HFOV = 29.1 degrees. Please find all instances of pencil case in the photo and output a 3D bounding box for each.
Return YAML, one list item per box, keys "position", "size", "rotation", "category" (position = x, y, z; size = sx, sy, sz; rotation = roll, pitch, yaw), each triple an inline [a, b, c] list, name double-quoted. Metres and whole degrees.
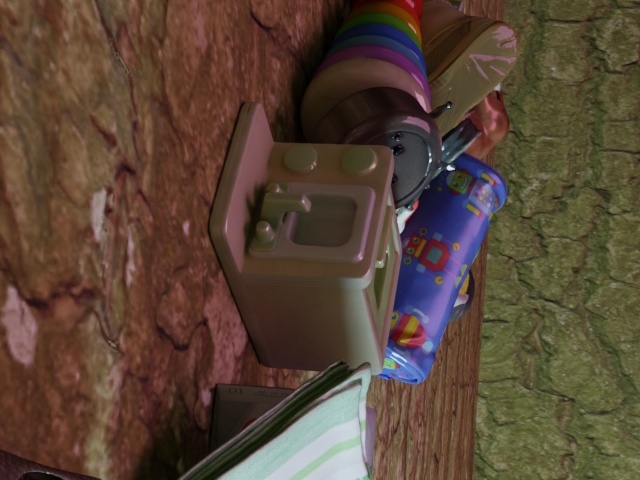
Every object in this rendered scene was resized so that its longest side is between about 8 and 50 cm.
- position: [0.127, 0.038, 1.538]
  size: [0.133, 0.119, 0.306]
  rotation: [99, 17, -67]
  category: "pencil case"

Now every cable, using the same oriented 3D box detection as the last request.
- position: [0.118, -0.061, 1.404]
  size: [0.139, 0.287, 0.072]
  rotation: [-34, 90, -37]
  category: "cable"

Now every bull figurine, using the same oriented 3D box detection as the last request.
- position: [0.155, -0.135, 1.696]
  size: [0.310, 0.101, 0.188]
  rotation: [-44, 133, -36]
  category: "bull figurine"

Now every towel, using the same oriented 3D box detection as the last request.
- position: [-0.037, 0.274, 1.004]
  size: [0.248, 0.038, 0.324]
  rotation: [-34, 136, -33]
  category: "towel"

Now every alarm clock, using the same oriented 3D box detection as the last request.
- position: [0.039, -0.083, 1.221]
  size: [0.064, 0.192, 0.129]
  rotation: [-117, -150, -46]
  category: "alarm clock"

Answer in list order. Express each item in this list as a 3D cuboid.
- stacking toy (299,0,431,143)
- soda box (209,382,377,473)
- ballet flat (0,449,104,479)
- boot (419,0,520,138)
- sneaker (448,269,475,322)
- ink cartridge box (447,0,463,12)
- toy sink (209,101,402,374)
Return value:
- position: [0.070, -0.214, 1.408]
  size: [0.330, 0.141, 0.141]
  rotation: [-75, 163, -52]
  category: "stacking toy"
- position: [-0.018, 0.195, 1.185]
  size: [0.286, 0.098, 0.091]
  rotation: [40, 54, -73]
  category: "soda box"
- position: [-0.152, 0.164, 0.692]
  size: [0.250, 0.058, 0.084]
  rotation: [50, 44, -71]
  category: "ballet flat"
- position: [0.100, -0.202, 1.551]
  size: [0.095, 0.262, 0.203]
  rotation: [47, -1, -36]
  category: "boot"
- position: [0.144, -0.013, 1.788]
  size: [0.384, 0.145, 0.147]
  rotation: [-83, 160, -58]
  category: "sneaker"
- position: [0.175, -0.283, 1.892]
  size: [0.255, 0.097, 0.188]
  rotation: [-64, 154, -57]
  category: "ink cartridge box"
- position: [0.000, 0.000, 1.141]
  size: [0.234, 0.131, 0.152]
  rotation: [75, 22, -52]
  category: "toy sink"
